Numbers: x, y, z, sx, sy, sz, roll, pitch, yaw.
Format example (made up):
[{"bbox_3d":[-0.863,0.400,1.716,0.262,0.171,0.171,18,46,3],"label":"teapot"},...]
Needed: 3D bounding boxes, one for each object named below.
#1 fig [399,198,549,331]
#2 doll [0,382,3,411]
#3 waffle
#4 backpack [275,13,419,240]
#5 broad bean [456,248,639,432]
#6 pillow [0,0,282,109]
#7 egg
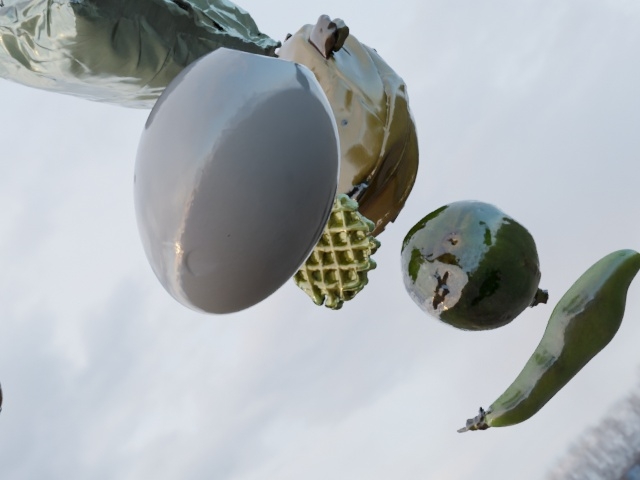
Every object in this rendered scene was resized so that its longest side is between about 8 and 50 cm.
[{"bbox_3d":[0.231,0.053,1.554,0.195,0.195,0.245,-48,-51,7],"label":"fig"},{"bbox_3d":[-0.216,0.095,0.638,0.058,0.040,0.085,-20,2,-12],"label":"doll"},{"bbox_3d":[0.000,0.000,1.520,0.036,0.183,0.169,-26,-24,-51],"label":"waffle"},{"bbox_3d":[0.006,-0.172,1.806,0.201,0.378,0.353,14,-61,-45],"label":"backpack"},{"bbox_3d":[0.288,0.138,1.341,0.325,0.075,0.067,-50,-28,8],"label":"broad bean"},{"bbox_3d":[-0.232,-0.221,1.191,0.310,0.283,0.138,5,-92,-51],"label":"pillow"},{"bbox_3d":[-0.074,-0.048,0.947,0.176,0.176,0.232,-11,-65,-58],"label":"egg"}]
